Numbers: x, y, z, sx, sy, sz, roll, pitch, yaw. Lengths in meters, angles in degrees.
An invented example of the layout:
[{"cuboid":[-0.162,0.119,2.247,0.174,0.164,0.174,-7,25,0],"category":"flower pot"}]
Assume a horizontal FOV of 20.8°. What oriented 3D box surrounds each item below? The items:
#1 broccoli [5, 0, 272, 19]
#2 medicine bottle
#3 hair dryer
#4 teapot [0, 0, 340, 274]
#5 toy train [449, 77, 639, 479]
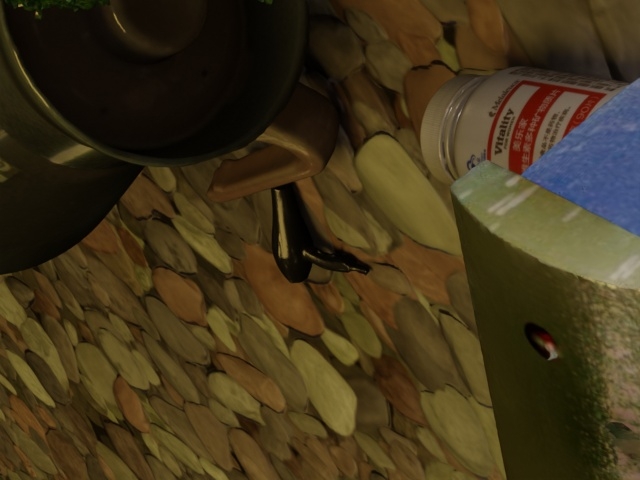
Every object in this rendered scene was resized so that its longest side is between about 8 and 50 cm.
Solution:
[{"cuboid":[-0.064,-0.217,0.831,0.254,0.269,0.269,54,156,10],"category":"broccoli"},{"cuboid":[0.118,-0.046,0.882,0.140,0.079,0.079,18,139,51],"category":"medicine bottle"},{"cuboid":[0.000,0.000,1.225,0.083,0.031,0.079,16,129,33],"category":"hair dryer"},{"cuboid":[-0.160,-0.105,1.135,0.300,0.253,0.344,26,161,-26],"category":"teapot"},{"cuboid":[0.175,0.051,0.763,0.131,0.202,0.300,29,146,40],"category":"toy train"}]
